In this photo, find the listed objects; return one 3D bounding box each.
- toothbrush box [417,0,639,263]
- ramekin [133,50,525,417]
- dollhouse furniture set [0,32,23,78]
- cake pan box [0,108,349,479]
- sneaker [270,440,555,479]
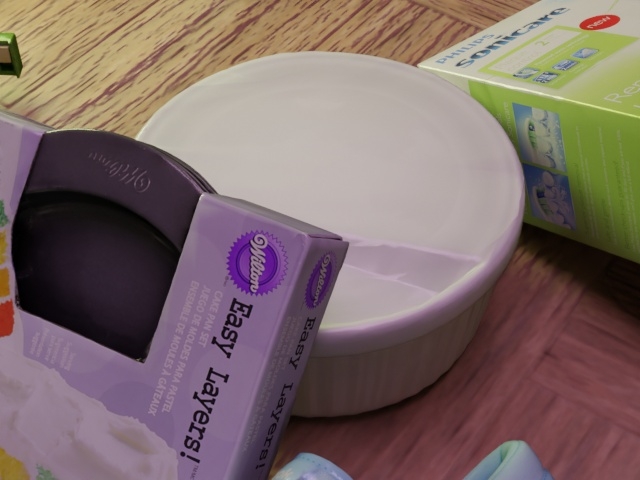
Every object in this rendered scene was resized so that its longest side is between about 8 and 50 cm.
[{"bbox_3d":[0.243,-0.093,0.847,0.206,0.122,0.283,-30,29,-24],"label":"toothbrush box"},{"bbox_3d":[0.000,0.000,0.816,0.273,0.127,0.273,0,46,0],"label":"ramekin"},{"bbox_3d":[-0.290,-0.106,0.956,0.058,0.076,0.151,3,45,4],"label":"dollhouse furniture set"},{"bbox_3d":[-0.138,0.071,0.684,0.246,0.267,0.070,22,5,17],"label":"cake pan box"},{"bbox_3d":[-0.029,0.193,0.599,0.366,0.135,0.150,-11,75,-24],"label":"sneaker"}]
